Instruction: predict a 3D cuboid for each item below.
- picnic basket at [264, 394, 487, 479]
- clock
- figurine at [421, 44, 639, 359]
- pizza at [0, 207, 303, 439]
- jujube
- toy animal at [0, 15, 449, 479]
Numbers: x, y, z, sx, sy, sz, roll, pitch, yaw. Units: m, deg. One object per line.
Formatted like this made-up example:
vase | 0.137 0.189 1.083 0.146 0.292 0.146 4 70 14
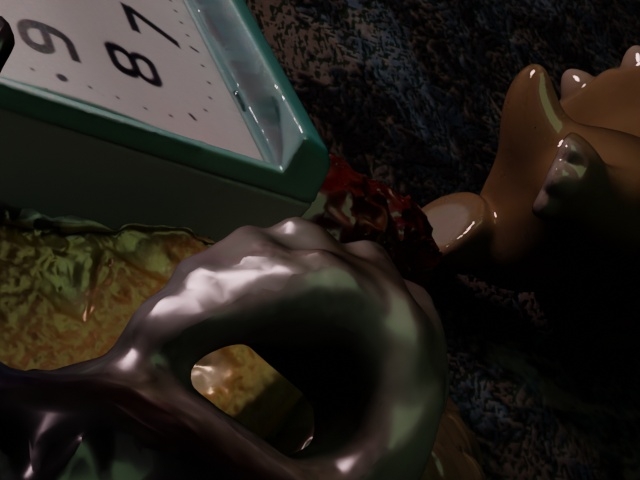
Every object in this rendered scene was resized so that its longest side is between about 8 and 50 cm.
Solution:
picnic basket | -0.002 0.104 0.709 0.128 0.138 0.178 50 6 -18
clock | -0.145 -0.098 0.715 0.231 0.116 0.262 17 29 -36
figurine | 0.179 -0.040 1.026 0.247 0.177 0.173 20 63 -30
pizza | -0.115 0.049 0.618 0.246 0.058 0.127 -10 71 -23
jujube | 0.002 0.003 0.837 0.166 0.104 0.104 6 54 -49
toy animal | -0.134 0.044 0.475 0.344 0.194 0.303 45 62 -15
